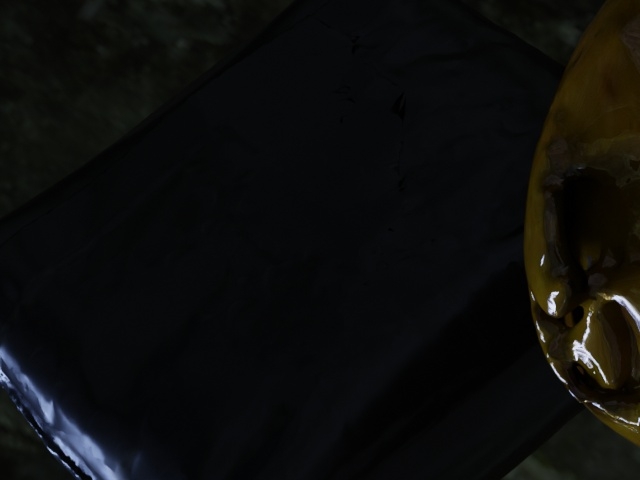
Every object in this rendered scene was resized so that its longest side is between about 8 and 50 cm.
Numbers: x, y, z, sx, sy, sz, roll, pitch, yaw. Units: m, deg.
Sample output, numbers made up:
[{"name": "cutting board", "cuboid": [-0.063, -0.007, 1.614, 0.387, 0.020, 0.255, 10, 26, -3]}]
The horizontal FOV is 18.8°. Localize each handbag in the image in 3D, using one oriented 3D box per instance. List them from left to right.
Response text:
[{"name": "handbag", "cuboid": [0.000, 0.000, 0.711, 0.247, 0.223, 0.080, -38, -38, -16]}]

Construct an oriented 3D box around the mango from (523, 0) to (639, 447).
[{"name": "mango", "cuboid": [0.178, -0.034, 0.558, 0.287, 0.152, 0.201, -38, -66, -30]}]
